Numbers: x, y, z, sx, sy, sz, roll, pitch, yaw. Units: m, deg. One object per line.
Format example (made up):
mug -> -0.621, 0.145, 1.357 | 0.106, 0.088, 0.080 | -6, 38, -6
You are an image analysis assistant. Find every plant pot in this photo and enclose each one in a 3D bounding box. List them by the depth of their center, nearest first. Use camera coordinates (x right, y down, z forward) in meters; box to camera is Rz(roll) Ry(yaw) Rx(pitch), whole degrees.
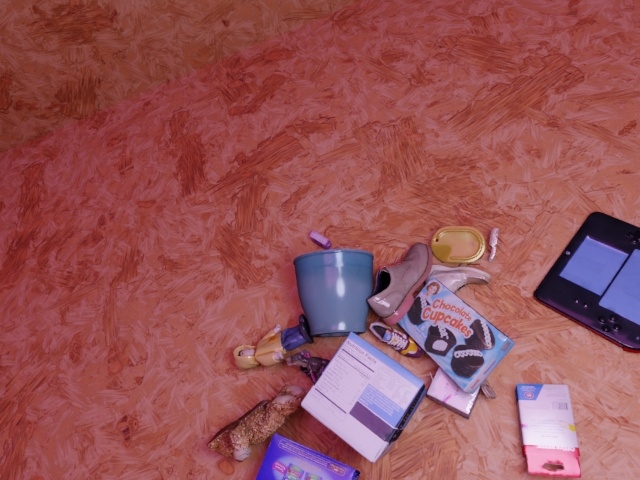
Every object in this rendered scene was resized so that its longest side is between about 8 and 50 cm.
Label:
plant pot -> 0.052, 0.184, 1.545 | 0.272, 0.271, 0.255 | -8, 73, 13

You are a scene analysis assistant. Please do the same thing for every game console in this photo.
game console -> 0.903, 0.115, 1.428 | 0.342, 0.060, 0.386 | 34, 74, 30

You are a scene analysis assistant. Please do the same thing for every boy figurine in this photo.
boy figurine -> -0.162, 0.349, 1.584 | 0.285, 0.092, 0.177 | -25, 25, 11

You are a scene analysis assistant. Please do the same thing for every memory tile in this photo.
memory tile -> 0.463, 0.391, 1.372 | 0.012, 0.113, 0.148 | -36, 56, 15

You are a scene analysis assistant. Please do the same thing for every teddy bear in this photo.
teddy bear -> -0.175, 0.555, 1.409 | 0.338, 0.245, 0.113 | -36, 85, -5

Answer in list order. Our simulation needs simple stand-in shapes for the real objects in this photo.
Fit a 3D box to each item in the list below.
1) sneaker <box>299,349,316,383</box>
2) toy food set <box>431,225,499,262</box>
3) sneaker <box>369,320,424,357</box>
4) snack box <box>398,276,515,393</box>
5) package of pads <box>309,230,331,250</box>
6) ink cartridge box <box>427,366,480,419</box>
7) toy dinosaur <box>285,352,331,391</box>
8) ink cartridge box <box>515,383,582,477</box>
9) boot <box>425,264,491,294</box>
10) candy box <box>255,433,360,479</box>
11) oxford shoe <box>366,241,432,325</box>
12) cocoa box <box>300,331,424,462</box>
sneaker -> -0.043, 0.426, 1.555 | 0.057, 0.047, 0.119 | -43, 59, 25
toy food set -> 0.494, 0.016, 1.613 | 0.218, 0.071, 0.128 | 2, 85, 18
sneaker -> 0.238, 0.317, 1.491 | 0.185, 0.084, 0.069 | 24, 93, 32
snack box -> 0.384, 0.268, 1.381 | 0.187, 0.060, 0.322 | -53, 38, 7
package of pads -> 0.000, 0.000, 1.779 | 0.083, 0.050, 0.032 | 31, 74, 30
ink cartridge box -> 0.382, 0.443, 1.377 | 0.143, 0.092, 0.090 | 21, 69, 28
toy dinosaur -> 0.020, 0.427, 1.487 | 0.268, 0.064, 0.118 | 8, 74, -6
ink cartridge box -> 0.613, 0.514, 1.272 | 0.134, 0.078, 0.231 | -3, 60, 16
boot -> 0.437, 0.167, 1.530 | 0.213, 0.077, 0.165 | 4, 61, 27
candy box -> -0.067, 0.754, 1.318 | 0.268, 0.122, 0.317 | 15, 65, 23
oxford shoe -> 0.265, 0.108, 1.539 | 0.130, 0.123, 0.348 | 43, 50, -10
cocoa box -> 0.136, 0.428, 1.285 | 0.231, 0.347, 0.228 | 32, 80, 22
